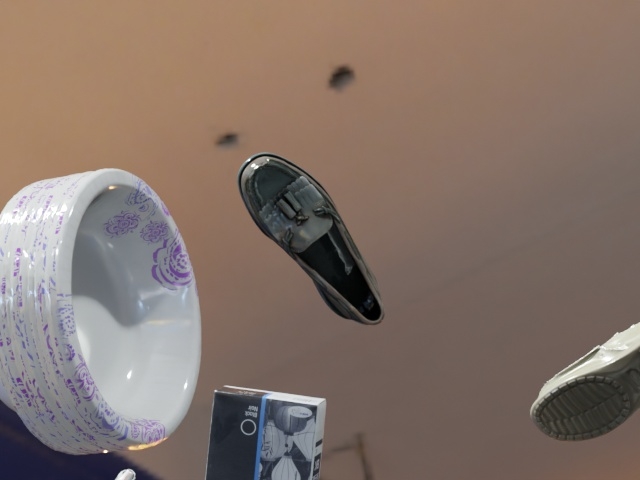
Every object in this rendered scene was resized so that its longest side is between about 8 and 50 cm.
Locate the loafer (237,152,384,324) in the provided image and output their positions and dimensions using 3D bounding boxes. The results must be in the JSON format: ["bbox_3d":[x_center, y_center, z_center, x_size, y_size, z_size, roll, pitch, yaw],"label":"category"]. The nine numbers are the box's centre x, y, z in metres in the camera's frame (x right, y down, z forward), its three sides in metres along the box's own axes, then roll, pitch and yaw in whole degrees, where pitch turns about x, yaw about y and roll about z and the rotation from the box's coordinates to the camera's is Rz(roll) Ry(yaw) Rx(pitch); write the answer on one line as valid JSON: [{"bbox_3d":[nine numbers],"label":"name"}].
[{"bbox_3d":[0.000,0.000,2.134,0.096,0.084,0.267,-41,-64,-5],"label":"loafer"}]

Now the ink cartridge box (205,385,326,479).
[{"bbox_3d":[-0.090,0.391,2.548,0.165,0.332,0.065,6,5,12],"label":"ink cartridge box"}]

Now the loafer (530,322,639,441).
[{"bbox_3d":[0.414,0.188,2.380,0.268,0.092,0.102,-32,-78,20],"label":"loafer"}]

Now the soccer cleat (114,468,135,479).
[{"bbox_3d":[-0.266,0.328,2.331,0.029,0.035,0.083,32,-11,1],"label":"soccer cleat"}]

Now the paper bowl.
[{"bbox_3d":[-0.247,0.075,1.740,0.148,0.284,0.284,-9,-34,24],"label":"paper bowl"}]
